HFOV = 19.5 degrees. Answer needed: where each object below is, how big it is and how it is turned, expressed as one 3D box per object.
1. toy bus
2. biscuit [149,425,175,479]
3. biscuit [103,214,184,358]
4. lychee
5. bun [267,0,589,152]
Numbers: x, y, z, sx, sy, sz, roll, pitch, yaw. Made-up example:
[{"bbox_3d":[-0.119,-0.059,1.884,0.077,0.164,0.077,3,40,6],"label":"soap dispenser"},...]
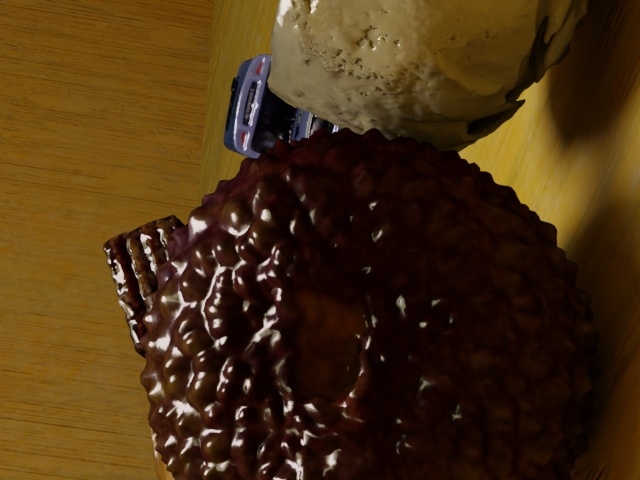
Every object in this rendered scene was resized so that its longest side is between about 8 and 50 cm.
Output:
[{"bbox_3d":[-0.023,-0.123,1.839,0.292,0.133,0.125,-150,72,-81],"label":"toy bus"},{"bbox_3d":[-0.016,0.129,1.216,0.296,0.102,0.296,38,-134,-55],"label":"biscuit"},{"bbox_3d":[-0.087,0.090,1.687,0.388,0.073,0.107,52,-162,-66],"label":"biscuit"},{"bbox_3d":[0.030,0.065,1.005,0.271,0.271,0.271,-171,90,-82],"label":"lychee"},{"bbox_3d":[0.082,-0.157,1.059,0.259,0.152,0.259,-57,-10,-15],"label":"bun"}]
